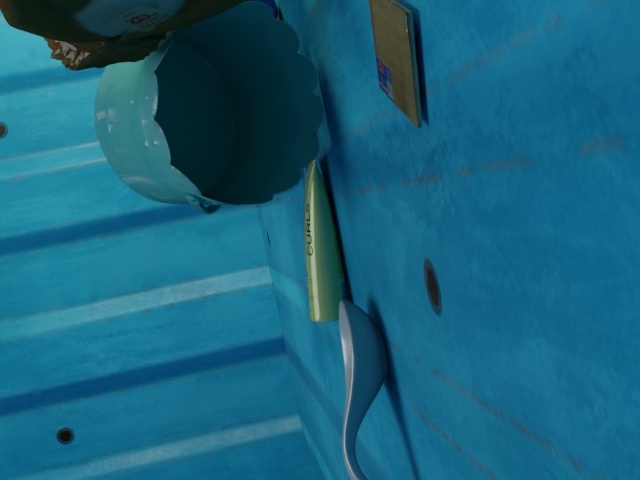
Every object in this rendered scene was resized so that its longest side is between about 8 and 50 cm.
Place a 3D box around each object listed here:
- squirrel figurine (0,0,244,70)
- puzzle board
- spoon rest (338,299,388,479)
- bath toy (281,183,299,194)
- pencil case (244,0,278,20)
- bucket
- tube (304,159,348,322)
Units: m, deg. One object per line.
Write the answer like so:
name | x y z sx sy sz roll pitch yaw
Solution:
squirrel figurine | -0.251 -0.403 1.039 0.397 0.281 0.370 149 106 -71
puzzle board | 0.065 -0.161 0.811 0.128 0.011 0.096 -115 13 -63
spoon rest | 0.055 0.208 1.201 0.137 0.084 0.276 95 161 -66
bath toy | -0.103 -0.173 1.696 0.129 0.151 0.348 -65 13 5
pencil case | -0.095 -0.245 1.499 0.133 0.119 0.306 85 171 -69
bucket | -0.152 -0.171 1.270 0.183 0.281 0.281 -2 101 48
tube | 0.000 0.000 1.412 0.070 0.062 0.240 -2 96 42
